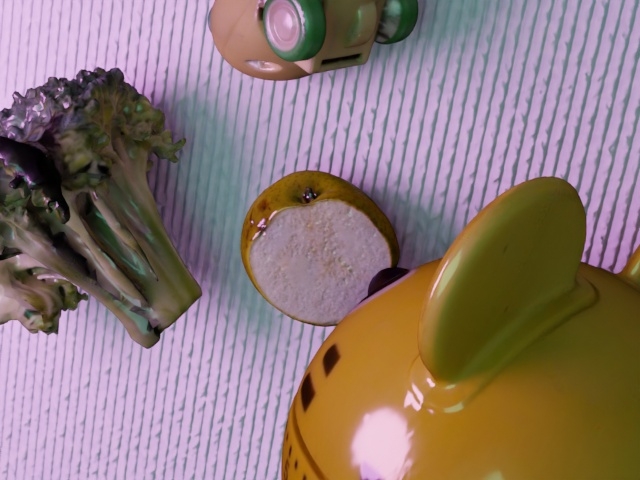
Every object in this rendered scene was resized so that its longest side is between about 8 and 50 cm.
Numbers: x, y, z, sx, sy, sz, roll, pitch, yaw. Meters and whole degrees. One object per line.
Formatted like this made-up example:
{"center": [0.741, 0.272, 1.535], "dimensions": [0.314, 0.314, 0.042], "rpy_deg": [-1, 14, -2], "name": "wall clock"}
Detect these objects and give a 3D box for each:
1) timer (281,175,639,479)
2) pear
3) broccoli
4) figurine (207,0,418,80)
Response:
{"center": [0.152, 0.133, 0.751], "dimensions": [0.376, 0.376, 0.387], "rpy_deg": [22, 107, 14], "name": "timer"}
{"center": [0.000, 0.000, 0.900], "dimensions": [0.141, 0.104, 0.141], "rpy_deg": [1, 119, 3], "name": "pear"}
{"center": [-0.219, -0.006, 0.902], "dimensions": [0.263, 0.247, 0.243], "rpy_deg": [-44, 91, -1], "name": "broccoli"}
{"center": [-0.016, -0.276, 0.807], "dimensions": [0.222, 0.124, 0.324], "rpy_deg": [44, 135, 34], "name": "figurine"}
